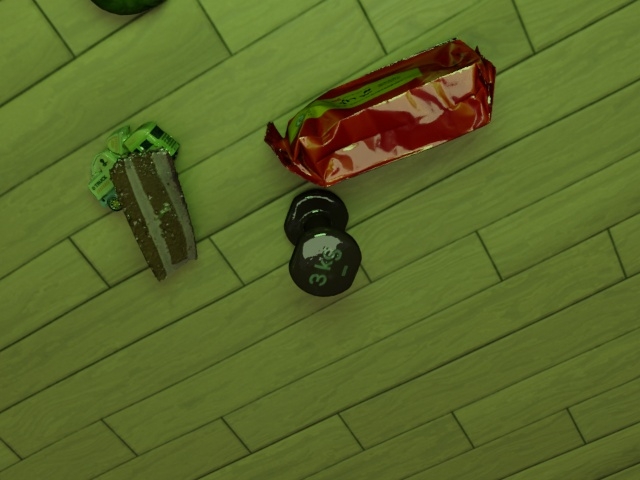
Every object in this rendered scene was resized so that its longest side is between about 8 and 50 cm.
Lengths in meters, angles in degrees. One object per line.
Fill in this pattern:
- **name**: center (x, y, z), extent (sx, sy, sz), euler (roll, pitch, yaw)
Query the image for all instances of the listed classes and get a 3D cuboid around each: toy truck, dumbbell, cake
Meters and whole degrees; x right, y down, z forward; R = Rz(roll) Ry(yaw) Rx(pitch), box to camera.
- **toy truck**: center (-0.372, -0.151, 1.241), extent (0.191, 0.085, 0.116), euler (-38, 110, 17)
- **dumbbell**: center (0.000, 0.000, 1.251), extent (0.124, 0.225, 0.140), euler (16, 112, -13)
- **cake**: center (-0.318, -0.062, 1.226), extent (0.115, 0.113, 0.295), euler (-24, 143, -18)

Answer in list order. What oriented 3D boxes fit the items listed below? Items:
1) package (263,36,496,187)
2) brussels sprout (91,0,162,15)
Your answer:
- **package**: center (0.107, -0.227, 1.162), extent (0.423, 0.196, 0.123), euler (-20, 117, 9)
- **brussels sprout**: center (-0.331, -0.452, 1.050), extent (0.145, 0.131, 0.183), euler (1, 161, 15)
